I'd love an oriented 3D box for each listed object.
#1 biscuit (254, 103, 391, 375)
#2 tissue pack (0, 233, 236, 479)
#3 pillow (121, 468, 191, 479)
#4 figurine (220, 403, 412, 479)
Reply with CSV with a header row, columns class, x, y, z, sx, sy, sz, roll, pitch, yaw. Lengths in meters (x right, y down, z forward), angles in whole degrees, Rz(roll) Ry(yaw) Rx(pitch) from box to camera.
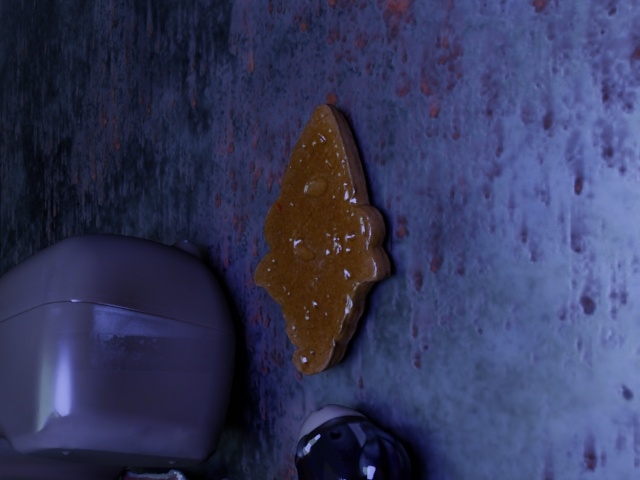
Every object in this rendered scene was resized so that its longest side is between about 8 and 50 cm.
class,x,y,z,sx,sy,sz,roll,pitch,yaw
biscuit,0.000,0.000,0.746,0.183,0.043,0.280,3,88,42
tissue pack,-0.290,0.148,0.879,0.387,0.267,0.276,-30,56,42
pillow,-0.192,0.374,0.919,0.179,0.075,0.171,-21,81,47
figurine,0.034,0.328,0.610,0.306,0.241,0.412,-47,36,5
